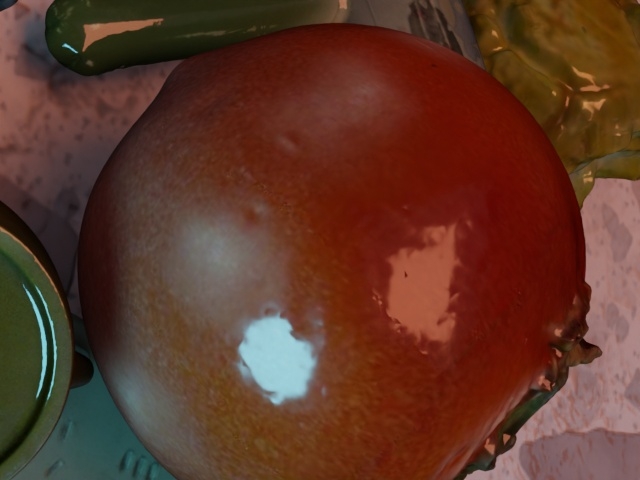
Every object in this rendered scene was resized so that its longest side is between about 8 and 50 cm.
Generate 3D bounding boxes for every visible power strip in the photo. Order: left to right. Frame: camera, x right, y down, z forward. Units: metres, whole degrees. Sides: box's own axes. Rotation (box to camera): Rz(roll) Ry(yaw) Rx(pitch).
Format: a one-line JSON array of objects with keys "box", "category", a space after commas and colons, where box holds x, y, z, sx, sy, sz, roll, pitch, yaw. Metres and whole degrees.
[{"box": [-0.122, 0.109, 1.277, 0.265, 0.059, 0.193, 32, 64, -36], "category": "power strip"}]

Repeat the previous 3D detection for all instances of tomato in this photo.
[{"box": [0.004, 0.020, 1.180, 0.321, 0.321, 0.321, 7, 80, -43], "category": "tomato"}]

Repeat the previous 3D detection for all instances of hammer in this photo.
[{"box": [-0.045, -0.151, 1.345, 0.335, 0.119, 0.206, -10, 73, -34], "category": "hammer"}]

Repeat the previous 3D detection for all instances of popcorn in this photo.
[{"box": [0.180, -0.125, 1.517, 0.221, 0.183, 0.204, 10, 47, -40], "category": "popcorn"}]

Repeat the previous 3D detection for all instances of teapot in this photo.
[{"box": [-0.252, 0.046, 1.097, 0.268, 0.175, 0.185, 20, 93, -17], "category": "teapot"}]

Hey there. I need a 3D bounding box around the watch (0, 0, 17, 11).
[{"box": [-0.244, -0.239, 1.203, 0.193, 0.068, 0.206, -20, 97, -43], "category": "watch"}]
